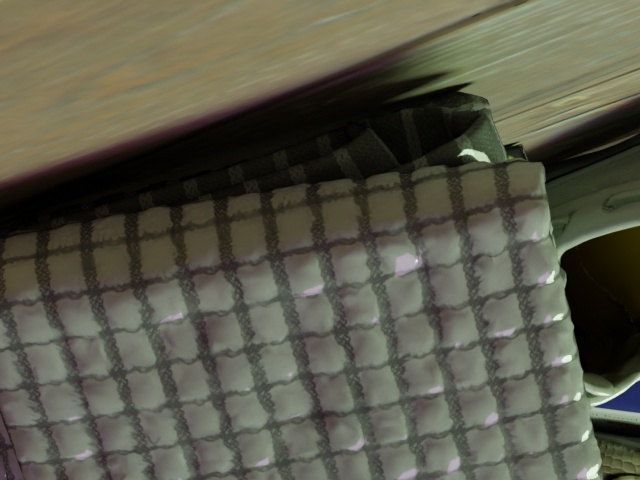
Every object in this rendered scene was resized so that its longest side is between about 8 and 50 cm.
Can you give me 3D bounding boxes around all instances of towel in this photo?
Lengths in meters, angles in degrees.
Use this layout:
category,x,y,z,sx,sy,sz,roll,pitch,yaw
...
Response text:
category,x,y,z,sx,sy,sz,roll,pitch,yaw
towel,-0.004,0.091,0.718,0.235,0.284,0.121,-13,-155,7

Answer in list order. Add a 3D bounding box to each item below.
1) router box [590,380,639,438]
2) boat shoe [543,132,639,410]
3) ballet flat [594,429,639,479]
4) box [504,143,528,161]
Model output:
category,x,y,z,sx,sy,sz,roll,pitch,yaw
router box,0.184,0.105,1.316,0.335,0.082,0.301,6,168,14
boat shoe,0.145,0.044,0.999,0.367,0.136,0.156,-28,-162,52
ballet flat,0.165,0.167,1.275,0.084,0.058,0.250,18,165,-36
box,0.000,0.000,0.928,0.207,0.036,0.114,-14,173,-20
